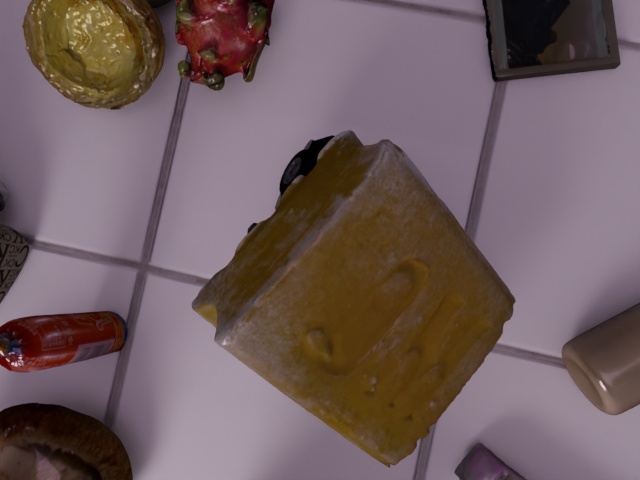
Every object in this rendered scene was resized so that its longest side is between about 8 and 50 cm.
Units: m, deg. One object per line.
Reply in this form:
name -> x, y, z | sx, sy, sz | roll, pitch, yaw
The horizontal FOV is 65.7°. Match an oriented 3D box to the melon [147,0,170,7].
melon -> -0.285, -0.417, 0.778 | 0.130, 0.098, 0.098 | 13, 89, 6

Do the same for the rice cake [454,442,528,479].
rice cake -> 0.375, 0.437, 0.713 | 0.399, 0.064, 0.070 | 35, 85, 5

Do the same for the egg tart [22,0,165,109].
egg tart -> -0.338, -0.308, 0.762 | 0.212, 0.090, 0.213 | 2, 116, 4

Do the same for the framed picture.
framed picture -> 0.350, -0.387, 0.772 | 0.192, 0.018, 0.266 | -6, 87, 5

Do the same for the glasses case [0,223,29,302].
glasses case -> -0.588, 0.123, 0.757 | 0.085, 0.137, 0.355 | 36, 91, 6

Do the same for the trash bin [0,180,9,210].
trash bin -> -0.690, -0.149, 0.712 | 0.255, 0.296, 0.368 | -30, 80, 3

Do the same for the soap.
soap -> 0.060, 0.080, 0.629 | 0.293, 0.156, 0.335 | -47, 120, -5

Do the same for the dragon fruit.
dragon fruit -> -0.141, -0.315, 0.736 | 0.160, 0.166, 0.172 | -9, 124, -33

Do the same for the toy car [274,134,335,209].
toy car -> 0.000, -0.001, 0.725 | 0.193, 0.118, 0.301 | 27, 87, -26

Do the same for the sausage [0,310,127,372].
sausage -> -0.351, 0.134, 0.672 | 0.074, 0.274, 0.074 | 0, 84, 2

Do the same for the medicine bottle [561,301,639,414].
medicine bottle -> 0.479, 0.137, 0.692 | 0.252, 0.114, 0.114 | -30, 86, 3

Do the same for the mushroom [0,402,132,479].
mushroom -> -0.411, 0.362, 0.702 | 0.267, 0.254, 0.267 | 11, 67, -27
